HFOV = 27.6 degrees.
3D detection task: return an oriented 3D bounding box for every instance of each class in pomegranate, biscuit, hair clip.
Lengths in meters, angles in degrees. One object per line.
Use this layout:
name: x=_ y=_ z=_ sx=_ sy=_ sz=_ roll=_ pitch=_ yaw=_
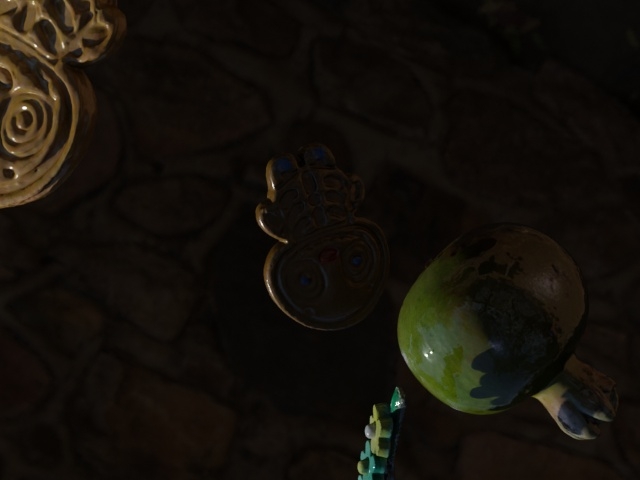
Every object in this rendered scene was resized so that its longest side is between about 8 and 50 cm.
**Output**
pomegranate: x=0.162 y=0.092 z=1.164 sx=0.179 sy=0.211 sz=0.179 roll=-18 pitch=164 yaw=-5
biscuit: x=0.000 y=0.000 z=1.201 sx=0.026 sy=0.124 sz=0.175 roll=17 pitch=126 yaw=67
hair clip: x=0.051 y=0.196 z=1.101 sx=0.049 sy=0.049 sz=0.173 roll=16 pitch=127 yaw=18
biscuit: x=-0.273 y=-0.168 z=1.202 sx=0.202 sy=0.289 sz=0.044 roll=37 pitch=-163 yaw=22
